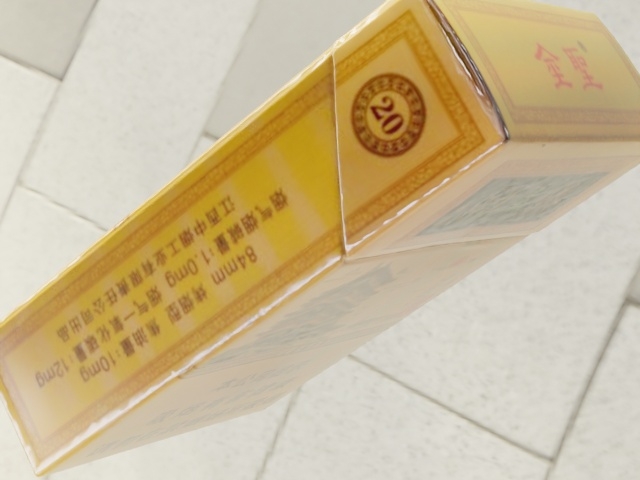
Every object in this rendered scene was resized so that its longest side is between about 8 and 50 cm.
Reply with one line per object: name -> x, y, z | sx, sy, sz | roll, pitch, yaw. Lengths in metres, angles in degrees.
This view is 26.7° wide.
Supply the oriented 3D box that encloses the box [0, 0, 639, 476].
box -> 0.000, 0.000, 0.600 | 0.274, 0.174, 0.076 | -36, 76, 30
